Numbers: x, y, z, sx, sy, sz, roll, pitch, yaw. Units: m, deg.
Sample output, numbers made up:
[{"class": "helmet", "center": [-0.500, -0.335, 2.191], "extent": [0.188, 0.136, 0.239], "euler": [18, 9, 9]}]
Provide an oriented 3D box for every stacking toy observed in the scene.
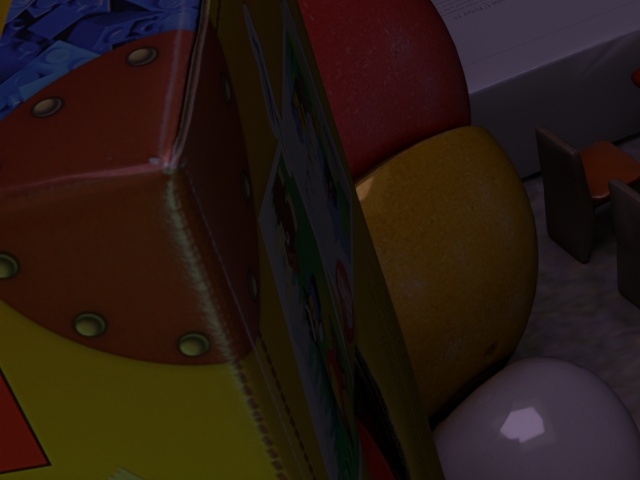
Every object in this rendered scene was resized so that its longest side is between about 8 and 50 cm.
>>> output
[{"class": "stacking toy", "center": [0.000, 0.000, 0.939], "extent": [0.351, 0.350, 0.480], "euler": [-34, 76, -21]}]

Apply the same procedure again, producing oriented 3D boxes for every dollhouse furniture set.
[{"class": "dollhouse furniture set", "center": [0.299, -0.063, 1.025], "extent": [0.262, 0.135, 0.259], "euler": [-29, 41, -15]}]

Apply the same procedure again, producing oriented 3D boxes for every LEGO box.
[{"class": "LEGO box", "center": [-0.144, 0.139, 0.623], "extent": [0.373, 0.500, 0.193], "euler": [-10, 40, 10]}]

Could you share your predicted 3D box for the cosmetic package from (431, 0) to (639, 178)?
[{"class": "cosmetic package", "center": [0.136, -0.172, 1.240], "extent": [0.377, 0.097, 0.284], "euler": [-21, 38, -6]}]
